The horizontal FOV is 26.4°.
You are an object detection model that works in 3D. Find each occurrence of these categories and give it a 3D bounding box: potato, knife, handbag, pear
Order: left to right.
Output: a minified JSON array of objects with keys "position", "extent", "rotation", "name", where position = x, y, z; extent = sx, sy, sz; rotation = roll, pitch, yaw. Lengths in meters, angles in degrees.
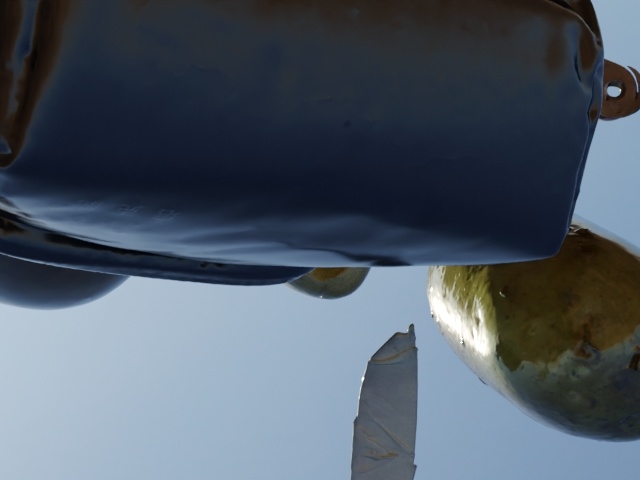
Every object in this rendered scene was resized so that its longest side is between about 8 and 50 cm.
[{"position":[-0.066,-0.070,0.624],"extent":[0.301,0.178,0.275],"rotation":[5,-176,-38],"name":"handbag"},{"position":[0.000,0.000,1.923],"extent":[0.167,0.167,0.136],"rotation":[-21,-162,-10],"name":"pear"},{"position":[0.036,0.172,0.896],"extent":[0.047,0.298,0.017],"rotation":[8,-149,4],"name":"knife"},{"position":[0.204,0.063,1.184],"extent":[0.210,0.173,0.307],"rotation":[20,-169,-28],"name":"potato"}]

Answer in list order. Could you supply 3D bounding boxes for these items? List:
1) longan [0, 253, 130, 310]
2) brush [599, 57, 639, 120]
[{"position":[-0.312,-0.057,1.499],"extent":[0.288,0.288,0.350],"rotation":[-36,-169,-37],"name":"longan"},{"position":[0.149,-0.192,1.239],"extent":[0.313,0.072,0.067],"rotation":[31,-167,14],"name":"brush"}]
